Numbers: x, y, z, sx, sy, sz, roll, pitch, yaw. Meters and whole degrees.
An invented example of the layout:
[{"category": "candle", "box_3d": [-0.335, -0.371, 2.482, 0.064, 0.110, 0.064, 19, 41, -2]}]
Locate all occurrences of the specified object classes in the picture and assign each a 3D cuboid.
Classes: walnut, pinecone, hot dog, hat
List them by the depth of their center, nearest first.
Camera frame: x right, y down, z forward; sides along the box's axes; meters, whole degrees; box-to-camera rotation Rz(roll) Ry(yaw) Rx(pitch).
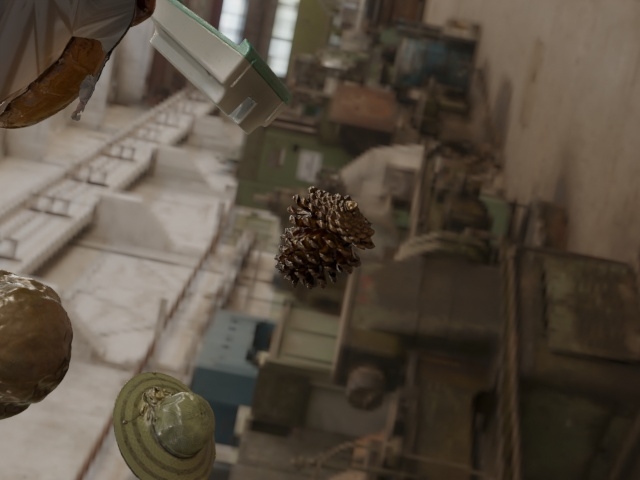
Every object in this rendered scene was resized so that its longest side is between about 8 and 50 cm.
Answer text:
[{"category": "pinecone", "box_3d": [-0.001, 0.000, 1.275, 0.109, 0.102, 0.102, -47, -3, -5]}, {"category": "hot dog", "box_3d": [-0.303, -0.214, 1.375, 0.107, 0.326, 0.194, -7, -96, -65]}, {"category": "walnut", "box_3d": [-0.532, 0.166, 1.980, 0.248, 0.248, 0.248, -169, 90, -89]}, {"category": "hat", "box_3d": [-0.259, 0.344, 2.282, 0.110, 0.252, 0.252, -33, 31, 34]}]

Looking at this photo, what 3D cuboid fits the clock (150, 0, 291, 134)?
[{"category": "clock", "box_3d": [-0.191, -0.309, 2.122, 0.116, 0.231, 0.262, -51, -18, -2]}]
